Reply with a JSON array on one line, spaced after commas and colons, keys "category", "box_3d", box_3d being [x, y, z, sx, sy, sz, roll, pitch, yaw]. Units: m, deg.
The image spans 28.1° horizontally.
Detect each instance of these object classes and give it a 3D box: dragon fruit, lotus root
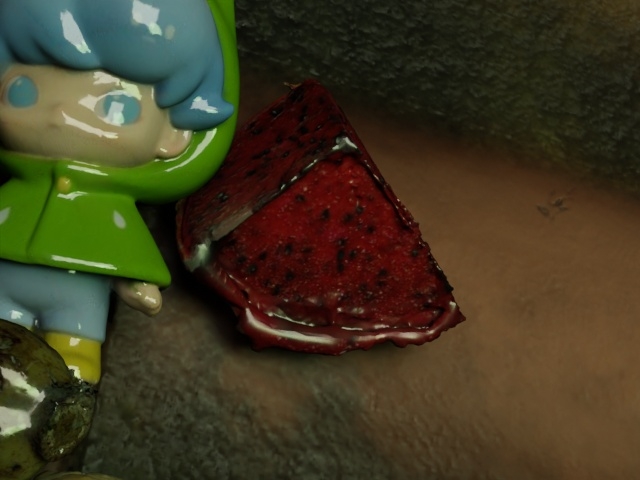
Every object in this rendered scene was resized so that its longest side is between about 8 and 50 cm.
[{"category": "dragon fruit", "box_3d": [-0.002, 0.001, 0.779, 0.161, 0.121, 0.127, 52, 9, -22]}, {"category": "lotus root", "box_3d": [-0.191, 0.078, 0.620, 0.179, 0.080, 0.089, 0, 72, 20]}]

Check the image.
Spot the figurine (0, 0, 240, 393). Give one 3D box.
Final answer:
[{"category": "figurine", "box_3d": [-0.131, -0.051, 0.709, 0.162, 0.143, 0.263, 8, 77, 11]}]

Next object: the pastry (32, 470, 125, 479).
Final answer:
[{"category": "pastry", "box_3d": [-0.118, 0.209, 0.596, 0.192, 0.093, 0.182, -33, 91, -36]}]
